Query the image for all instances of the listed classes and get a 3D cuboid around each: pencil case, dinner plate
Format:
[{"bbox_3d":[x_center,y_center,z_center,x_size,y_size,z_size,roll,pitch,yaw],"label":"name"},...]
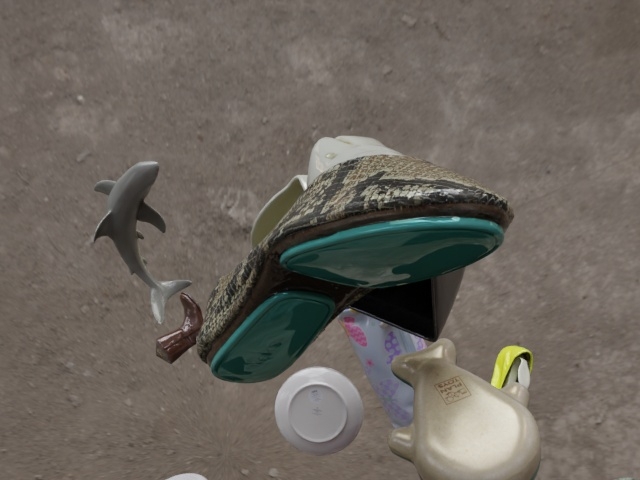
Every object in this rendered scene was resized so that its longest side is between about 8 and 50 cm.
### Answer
[{"bbox_3d":[0.129,0.194,1.433,0.113,0.124,0.273,-35,104,-41],"label":"pencil case"},{"bbox_3d":[-0.003,0.269,1.359,0.141,0.017,0.141,0,90,7],"label":"dinner plate"}]

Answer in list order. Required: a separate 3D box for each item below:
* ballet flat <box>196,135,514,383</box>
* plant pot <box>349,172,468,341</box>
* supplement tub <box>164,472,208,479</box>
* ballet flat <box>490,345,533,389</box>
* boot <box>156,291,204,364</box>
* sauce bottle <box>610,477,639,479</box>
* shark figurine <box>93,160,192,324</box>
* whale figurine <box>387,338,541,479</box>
[{"bbox_3d":[0.000,0.000,0.894,0.164,0.483,0.182,13,60,-27],"label":"ballet flat"},{"bbox_3d":[0.112,-0.007,1.173,0.188,0.188,0.167,21,50,29],"label":"plant pot"},{"bbox_3d":[-0.211,0.503,1.426,0.144,0.144,0.199,-26,108,-12],"label":"supplement tub"},{"bbox_3d":[0.340,0.299,1.579,0.077,0.077,0.230,27,68,-23],"label":"ballet flat"},{"bbox_3d":[-0.272,0.164,1.628,0.114,0.037,0.106,-32,83,-29],"label":"boot"},{"bbox_3d":[0.263,0.340,0.841,0.112,0.344,0.111,-1,55,1],"label":"sauce bottle"},{"bbox_3d":[-0.336,0.001,1.482,0.166,0.116,0.278,5,117,25],"label":"shark figurine"},{"bbox_3d":[0.198,0.266,1.238,0.216,0.141,0.272,-21,42,-10],"label":"whale figurine"}]
